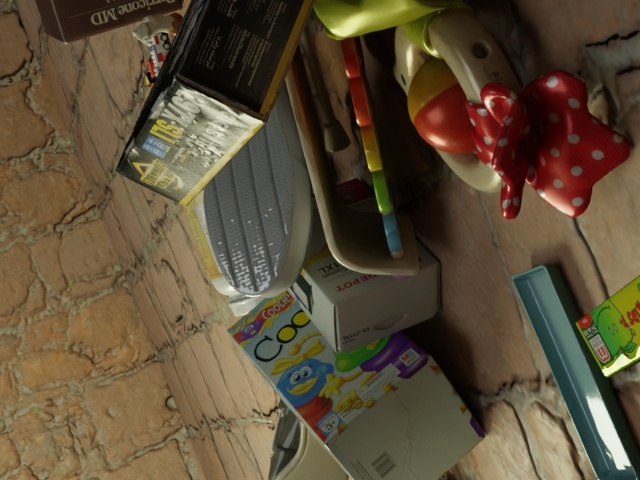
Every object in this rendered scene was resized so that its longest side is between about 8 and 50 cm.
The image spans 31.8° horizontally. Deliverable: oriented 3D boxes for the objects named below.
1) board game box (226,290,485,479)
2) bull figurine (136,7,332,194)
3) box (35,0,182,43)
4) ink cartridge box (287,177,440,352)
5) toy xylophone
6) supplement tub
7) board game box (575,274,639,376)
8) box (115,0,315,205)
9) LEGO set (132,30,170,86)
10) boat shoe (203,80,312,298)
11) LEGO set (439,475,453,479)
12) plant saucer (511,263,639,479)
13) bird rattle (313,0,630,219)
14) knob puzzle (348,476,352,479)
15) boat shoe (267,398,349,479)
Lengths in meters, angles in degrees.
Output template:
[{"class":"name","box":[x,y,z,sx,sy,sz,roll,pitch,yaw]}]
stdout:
[{"class":"board game box","box":[0.033,0.157,1.259,0.144,0.142,0.275,55,171,-33]},{"class":"bull figurine","box":[-0.093,-0.145,1.307,0.101,0.188,0.311,-29,73,37]},{"class":"box","box":[-0.347,-0.493,1.600,0.143,0.191,0.382,36,144,59]},{"class":"ink cartridge box","box":[0.031,0.023,1.197,0.175,0.127,0.072,49,152,44]},{"class":"toy xylophone","box":[0.024,-0.130,1.080,0.236,0.081,0.323,-93,-10,-53]},{"class":"supplement tub","box":[-0.092,-0.014,1.479,0.200,0.144,0.144,69,162,-2]},{"class":"board game box","box":[0.234,0.024,0.670,0.043,0.092,0.181,63,161,14]},{"class":"box","box":[-0.056,-0.209,0.920,0.257,0.079,0.322,-29,38,66]},{"class":"LEGO set","box":[-0.243,-0.224,1.821,0.244,0.060,0.182,57,155,33]},{"class":"boat shoe","box":[-0.046,-0.100,1.175,0.121,0.119,0.335,-14,71,31]},{"class":"LEGO set","box":[0.156,0.298,1.325,0.083,0.023,0.054,35,146,38]},{"class":"plant saucer","box":[0.216,0.111,0.939,0.192,0.018,0.067,68,162,4]},{"class":"bird rattle","box":[0.122,-0.117,0.864,0.253,0.143,0.207,51,170,12]},{"class":"knob puzzle","box":[0.062,0.265,1.366,0.213,0.030,0.213,-159,90,-82]},{"class":"boat shoe","box":[-0.009,0.265,1.539,0.095,0.112,0.335,-111,30,-65]}]
